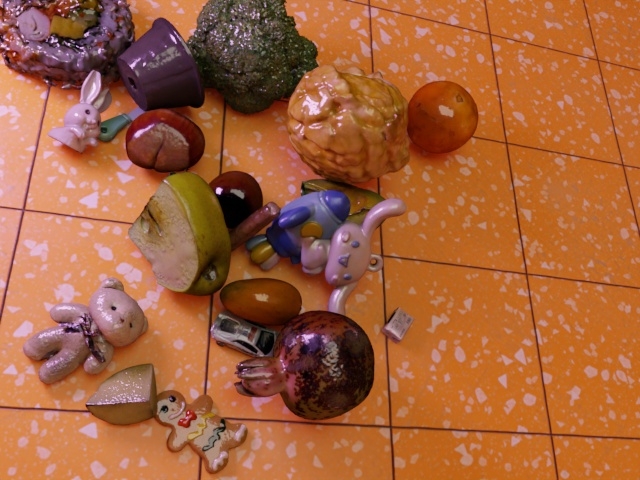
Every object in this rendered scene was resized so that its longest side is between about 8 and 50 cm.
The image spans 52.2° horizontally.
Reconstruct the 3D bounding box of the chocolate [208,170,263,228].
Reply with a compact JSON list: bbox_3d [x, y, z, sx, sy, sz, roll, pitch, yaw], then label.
[{"bbox_3d":[-0.239,-0.116,1.810,0.176,0.177,0.177,8,63,-16],"label":"chocolate"}]

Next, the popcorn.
[{"bbox_3d":[0.077,-0.320,1.883,0.390,0.354,0.344,-12,63,-45],"label":"popcorn"}]

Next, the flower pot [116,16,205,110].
[{"bbox_3d":[-0.461,-0.471,1.832,0.166,0.269,0.269,-29,78,-23],"label":"flower pot"}]

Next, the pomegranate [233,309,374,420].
[{"bbox_3d":[-0.044,0.309,1.592,0.340,0.285,0.285,-4,67,-26],"label":"pomegranate"}]

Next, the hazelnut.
[{"bbox_3d":[-0.427,-0.273,1.810,0.212,0.181,0.181,19,90,-9],"label":"hazelnut"}]

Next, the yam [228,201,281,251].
[{"bbox_3d":[-0.206,-0.024,1.741,0.057,0.241,0.057,48,21,-24],"label":"yam"}]

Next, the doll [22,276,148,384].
[{"bbox_3d":[-0.553,0.225,1.544,0.278,0.149,0.175,-34,113,-16],"label":"doll"}]

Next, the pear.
[{"bbox_3d":[-0.322,0.000,1.661,0.176,0.286,0.282,-21,73,-47],"label":"pear"}]

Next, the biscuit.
[{"bbox_3d":[-0.300,0.448,1.578,0.240,0.035,0.158,34,57,-2],"label":"biscuit"}]

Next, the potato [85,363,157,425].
[{"bbox_3d":[-0.465,0.367,1.552,0.149,0.081,0.120,-3,35,-3],"label":"potato"}]

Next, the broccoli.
[{"bbox_3d":[-0.206,-0.571,1.953,0.413,0.321,0.310,0,56,-1],"label":"broccoli"}]

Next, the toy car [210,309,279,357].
[{"bbox_3d":[-0.184,0.251,1.699,0.204,0.056,0.095,24,59,-6],"label":"toy car"}]

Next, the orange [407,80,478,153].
[{"bbox_3d":[0.391,-0.398,2.118,0.240,0.240,0.240,8,63,-16],"label":"orange"}]

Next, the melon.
[{"bbox_3d":[0.075,-0.091,1.917,0.265,0.129,0.169,19,22,11],"label":"melon"}]

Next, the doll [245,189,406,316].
[{"bbox_3d":[0.001,-0.001,1.765,0.365,0.187,0.376,26,80,0],"label":"doll"}]

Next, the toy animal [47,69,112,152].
[{"bbox_3d":[-0.621,-0.342,1.757,0.130,0.104,0.221,23,78,39],"label":"toy animal"}]

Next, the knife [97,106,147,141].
[{"bbox_3d":[-0.534,-0.358,1.882,0.063,0.035,0.260,45,57,7],"label":"knife"}]

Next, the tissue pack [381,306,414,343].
[{"bbox_3d":[0.219,0.241,1.852,0.062,0.042,0.083,37,59,-1],"label":"tissue pack"}]

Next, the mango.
[{"bbox_3d":[-0.148,0.157,1.692,0.221,0.151,0.120,11,90,-37],"label":"mango"}]

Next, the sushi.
[{"bbox_3d":[-0.716,-0.608,1.850,0.417,0.176,0.418,8,65,-17],"label":"sushi"}]
